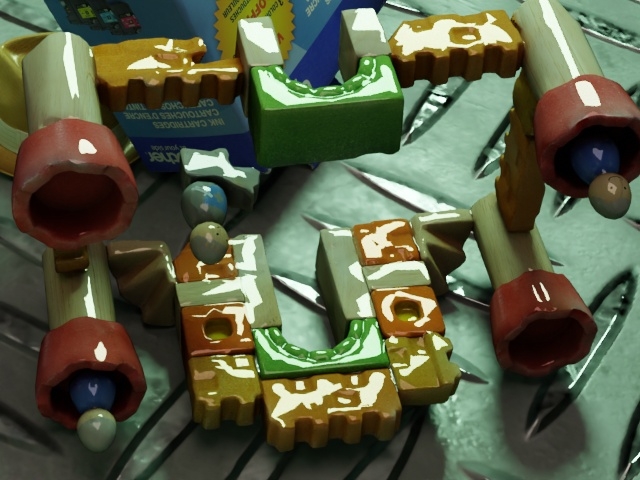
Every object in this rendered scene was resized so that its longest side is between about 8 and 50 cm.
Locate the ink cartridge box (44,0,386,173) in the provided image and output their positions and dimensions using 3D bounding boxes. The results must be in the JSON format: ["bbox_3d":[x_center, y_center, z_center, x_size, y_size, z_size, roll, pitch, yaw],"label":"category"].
[{"bbox_3d":[-0.094,-0.242,1.436,0.151,0.395,0.270,4,48,35],"label":"ink cartridge box"}]

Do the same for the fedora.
[{"bbox_3d":[-0.240,-0.137,1.492,0.194,0.079,0.194,3,46,-3],"label":"fedora"}]

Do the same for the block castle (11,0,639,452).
[{"bbox_3d":[0.000,0.000,1.235,0.453,0.303,0.213,-6,48,-11],"label":"block castle"}]
